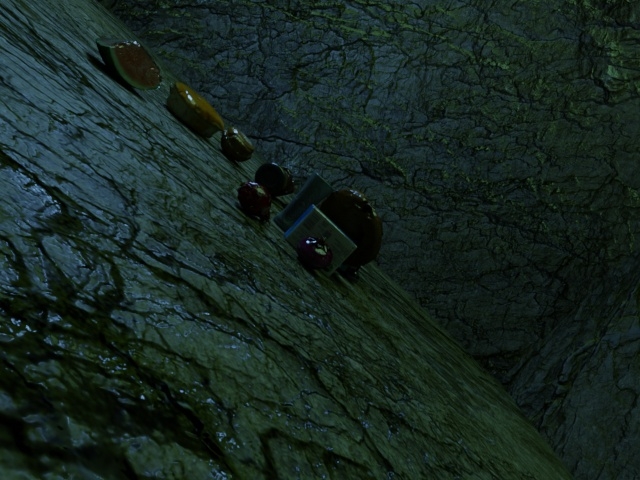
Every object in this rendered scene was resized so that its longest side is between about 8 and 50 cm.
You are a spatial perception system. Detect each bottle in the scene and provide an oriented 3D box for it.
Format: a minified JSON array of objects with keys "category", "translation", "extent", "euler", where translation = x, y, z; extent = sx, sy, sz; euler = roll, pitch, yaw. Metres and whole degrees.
[{"category":"bottle","translation":[-0.185,-0.256,2.201],"extent":[0.156,0.143,0.271],"euler":[44,5,4]}]

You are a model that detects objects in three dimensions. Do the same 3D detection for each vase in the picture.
[{"category":"vase","translation":[-0.061,-0.127,1.738],"extent":[0.096,0.219,0.096],"euler":[44,6,-6]}]

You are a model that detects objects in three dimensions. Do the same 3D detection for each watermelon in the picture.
[{"category":"watermelon","translation":[-0.634,-0.559,1.639],"extent":[0.146,0.128,0.231],"euler":[16,-21,26]}]

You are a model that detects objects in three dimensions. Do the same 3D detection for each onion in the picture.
[{"category":"onion","translation":[-0.013,0.033,1.528],"extent":[0.115,0.104,0.115],"euler":[28,20,-11]}]

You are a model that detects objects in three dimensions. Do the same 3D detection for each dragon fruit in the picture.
[{"category":"dragon fruit","translation":[-0.174,-0.101,1.494],"extent":[0.094,0.094,0.190],"euler":[48,-4,38]}]

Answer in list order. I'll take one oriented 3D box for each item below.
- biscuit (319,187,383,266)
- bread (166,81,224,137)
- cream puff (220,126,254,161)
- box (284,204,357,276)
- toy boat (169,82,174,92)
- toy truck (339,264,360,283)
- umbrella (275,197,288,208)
[{"category":"biscuit","translation":[0.092,-0.037,1.756],"extent":[0.075,0.295,0.296],"euler":[-24,59,-36]},{"category":"bread","translation":[-0.496,-0.512,2.024],"extent":[0.174,0.121,0.245],"euler":[46,4,31]},{"category":"cream puff","translation":[-0.362,-0.405,2.183],"extent":[0.165,0.115,0.150],"euler":[51,10,-22]},{"category":"box","translation":[0.001,0.000,1.650],"extent":[0.194,0.139,0.073],"euler":[42,6,-13]},{"category":"toy boat","translation":[-0.675,-0.715,2.499],"extent":[0.065,0.066,0.172],"euler":[43,4,24]},{"category":"toy truck","translation":[0.117,0.037,2.056],"extent":[0.178,0.176,0.363],"euler":[31,7,1]},{"category":"umbrella","translation":[-0.101,-0.104,2.240],"extent":[0.269,0.044,0.044],"euler":[38,43,9]}]
